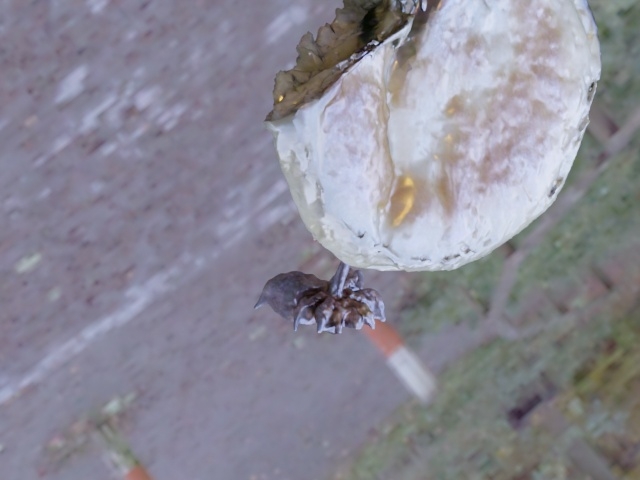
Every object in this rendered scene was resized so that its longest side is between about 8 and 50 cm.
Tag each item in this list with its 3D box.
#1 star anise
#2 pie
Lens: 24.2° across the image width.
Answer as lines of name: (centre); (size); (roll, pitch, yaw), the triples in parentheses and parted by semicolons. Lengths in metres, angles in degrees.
star anise: (0.000, 0.000, 1.557); (0.218, 0.148, 0.227); (-52, 152, -64)
pie: (0.084, -0.129, 1.083); (0.337, 0.337, 0.075); (-28, -163, -38)
